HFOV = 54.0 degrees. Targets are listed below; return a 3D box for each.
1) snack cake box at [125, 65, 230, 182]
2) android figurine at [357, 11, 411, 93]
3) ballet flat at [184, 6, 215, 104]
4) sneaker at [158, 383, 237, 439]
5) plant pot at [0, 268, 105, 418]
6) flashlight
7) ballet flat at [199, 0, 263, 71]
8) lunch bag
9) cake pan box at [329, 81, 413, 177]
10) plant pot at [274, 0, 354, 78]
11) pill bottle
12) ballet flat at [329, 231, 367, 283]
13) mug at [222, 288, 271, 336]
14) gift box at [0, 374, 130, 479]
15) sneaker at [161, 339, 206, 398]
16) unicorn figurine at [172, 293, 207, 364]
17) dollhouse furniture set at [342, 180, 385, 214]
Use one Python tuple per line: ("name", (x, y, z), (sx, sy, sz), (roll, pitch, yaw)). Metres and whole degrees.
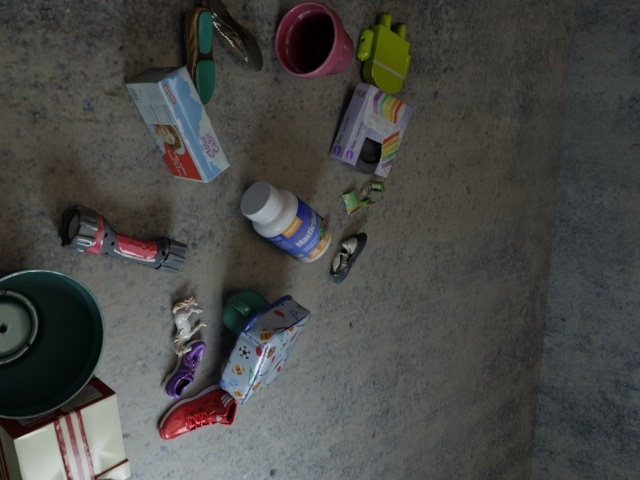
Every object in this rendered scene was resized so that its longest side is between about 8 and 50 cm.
("snack cake box", (-0.339, -0.277, 1.509), (0.089, 0.152, 0.264), (-43, 127, -31))
("android figurine", (0.215, -0.598, 2.076), (0.248, 0.056, 0.273), (10, 91, -47))
("ballet flat", (-0.305, -0.458, 1.566), (0.080, 0.073, 0.232), (-16, 117, -52))
("sneaker", (-0.323, 0.478, 1.713), (0.221, 0.128, 0.087), (-35, 122, -36))
("plant pot", (-0.624, 0.193, 1.287), (0.293, 0.196, 0.293), (-7, 100, -46))
("flashlight", (-0.456, 0.002, 1.491), (0.304, 0.103, 0.103), (18, 83, -45))
("ballet flat", (-0.233, -0.533, 1.640), (0.250, 0.058, 0.084), (42, 47, -48))
("lunch bag", (-0.156, 0.306, 1.772), (0.243, 0.115, 0.303), (-29, 151, -58))
("cake pan box", (0.168, -0.352, 2.048), (0.245, 0.070, 0.267), (16, 99, -45))
("plant pot", (-0.001, -0.553, 1.783), (0.180, 0.201, 0.201), (-7, 104, -61))
("pill bottle", (-0.100, -0.056, 1.806), (0.272, 0.152, 0.152), (37, 72, -44))
("ballet flat", (0.089, 0.047, 2.085), (0.074, 0.074, 0.203), (44, 70, -42))
("mug", (-0.210, 0.192, 1.760), (0.129, 0.097, 0.158), (-35, 156, -43))
("gift box", (-0.571, 0.448, 1.346), (0.255, 0.276, 0.258), (-17, 117, -37))
("sneaker", (-0.354, 0.350, 1.695), (0.068, 0.071, 0.170), (44, 67, -42))
("unicorn figurine", (-0.357, 0.233, 1.682), (0.111, 0.060, 0.162), (-28, 102, -38))
("dollhouse furniture set", (0.148, -0.147, 2.106), (0.151, 0.058, 0.076), (-36, 122, -35))
